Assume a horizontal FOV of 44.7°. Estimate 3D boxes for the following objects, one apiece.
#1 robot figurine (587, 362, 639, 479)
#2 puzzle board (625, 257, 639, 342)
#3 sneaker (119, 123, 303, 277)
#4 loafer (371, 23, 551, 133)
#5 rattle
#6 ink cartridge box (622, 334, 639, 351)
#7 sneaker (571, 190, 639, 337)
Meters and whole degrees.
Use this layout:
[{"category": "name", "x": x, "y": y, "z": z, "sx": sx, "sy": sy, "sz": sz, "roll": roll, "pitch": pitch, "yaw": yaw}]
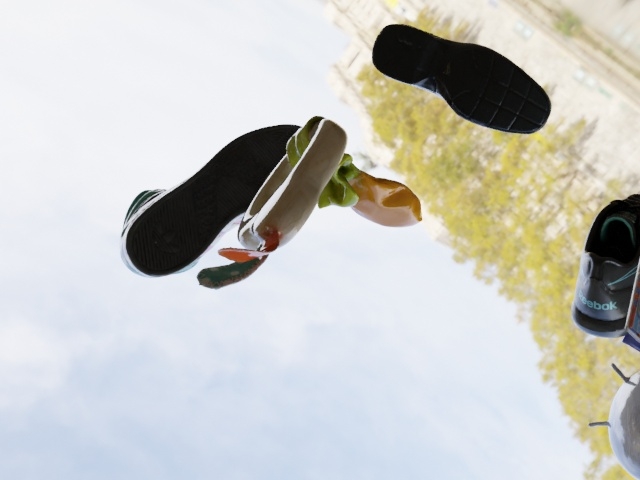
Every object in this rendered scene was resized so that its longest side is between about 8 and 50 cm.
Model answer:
[{"category": "robot figurine", "x": 0.597, "y": 0.305, "z": 1.175, "sx": 0.353, "sy": 0.300, "sz": 0.199, "roll": 21, "pitch": -164, "yaw": 23}, {"category": "puzzle board", "x": 0.281, "y": 0.051, "z": 0.603, "sx": 0.096, "sy": 0.011, "sz": 0.128, "roll": 41, "pitch": -131, "yaw": -11}, {"category": "sneaker", "x": -0.144, "y": -0.046, "z": 1.025, "sx": 0.124, "sy": 0.295, "sz": 0.178, "roll": 60, "pitch": 154, "yaw": -11}, {"category": "loafer", "x": 0.128, "y": -0.143, "z": 0.679, "sx": 0.170, "sy": 0.062, "sz": 0.061, "roll": 35, "pitch": -158, "yaw": 24}, {"category": "rattle", "x": 0.000, "y": 0.000, "z": 0.612, "sx": 0.143, "sy": 0.130, "sz": 0.200, "roll": 51, "pitch": -159, "yaw": -21}, {"category": "ink cartridge box", "x": 0.578, "y": 0.169, "z": 0.927, "sx": 0.395, "sy": 0.270, "sz": 0.151, "roll": 23, "pitch": -171, "yaw": 7}, {"category": "sneaker", "x": 0.370, "y": -0.006, "z": 0.889, "sx": 0.101, "sy": 0.106, "sz": 0.267, "roll": 11, "pitch": -136, "yaw": 37}]
